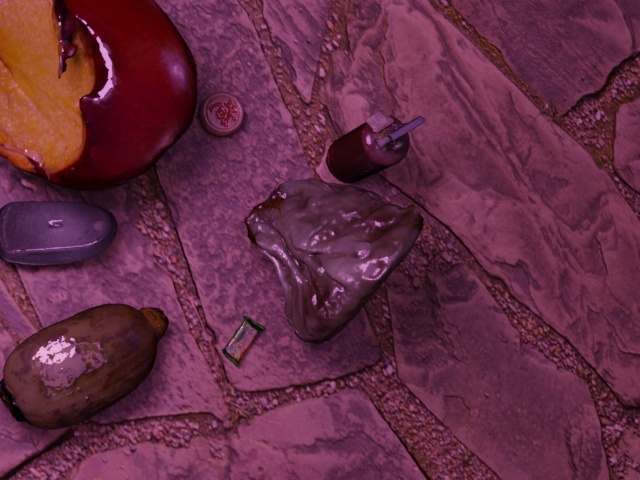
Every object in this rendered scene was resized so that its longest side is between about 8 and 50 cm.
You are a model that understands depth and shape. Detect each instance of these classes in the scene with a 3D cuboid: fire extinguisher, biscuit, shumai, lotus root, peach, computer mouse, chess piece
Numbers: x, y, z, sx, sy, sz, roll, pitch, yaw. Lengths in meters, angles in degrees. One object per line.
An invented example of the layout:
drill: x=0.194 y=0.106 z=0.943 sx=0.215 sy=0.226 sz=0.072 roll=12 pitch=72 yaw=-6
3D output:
fire extinguisher: x=0.098 y=-0.173 z=1.782 sx=0.105 sy=0.269 sz=0.104 roll=2 pitch=83 yaw=-17
biscuit: x=-0.144 y=0.183 z=1.803 sx=0.046 sy=0.016 sz=0.089 roll=38 pitch=75 yaw=-11
shumai: x=0.000 y=0.000 z=1.737 sx=0.263 sy=0.304 sz=0.309 roll=39 pitch=69 yaw=2
lotus root: x=-0.391 y=0.198 z=1.658 sx=0.309 sy=0.173 sz=0.173 roll=-30 pitch=94 yaw=-24
peach: x=-0.413 y=-0.285 z=1.610 sx=0.417 sy=0.353 sz=0.339 roll=39 pitch=119 yaw=-16
computer mouse: x=-0.465 y=-0.011 z=1.698 sx=0.229 sy=0.068 sz=0.113 roll=-1 pitch=66 yaw=-6
chess piece: x=-0.183 y=-0.234 z=1.823 sx=0.084 sy=0.038 sz=0.083 roll=2 pitch=84 yaw=-19

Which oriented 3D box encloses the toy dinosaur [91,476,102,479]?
toy dinosaur: x=-0.405 y=0.506 z=1.653 sx=0.177 sy=0.152 sz=0.194 roll=24 pitch=63 yaw=26
